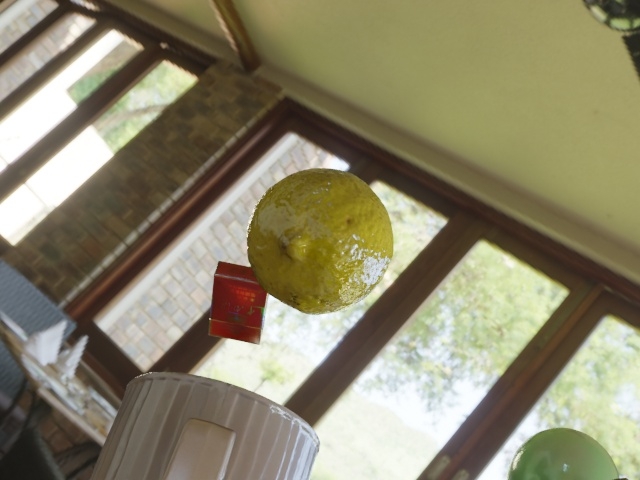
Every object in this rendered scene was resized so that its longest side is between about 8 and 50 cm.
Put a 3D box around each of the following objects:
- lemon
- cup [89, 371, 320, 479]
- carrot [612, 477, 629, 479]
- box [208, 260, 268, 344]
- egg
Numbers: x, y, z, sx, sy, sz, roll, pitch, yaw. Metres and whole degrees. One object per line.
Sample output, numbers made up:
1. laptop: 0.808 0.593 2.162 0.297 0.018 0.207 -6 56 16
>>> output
1. lemon: 0.000 0.001 1.297 0.267 0.267 0.267 40 -15 13
2. cup: -0.113 0.273 0.706 0.208 0.273 0.288 34 -36 -23
3. carrot: 0.579 0.504 1.335 0.069 0.069 0.228 56 -2 -39
4. box: -0.162 0.127 1.549 0.112 0.048 0.175 10 -49 0
5. egg: 0.490 0.498 1.575 0.220 0.220 0.270 41 20 9
